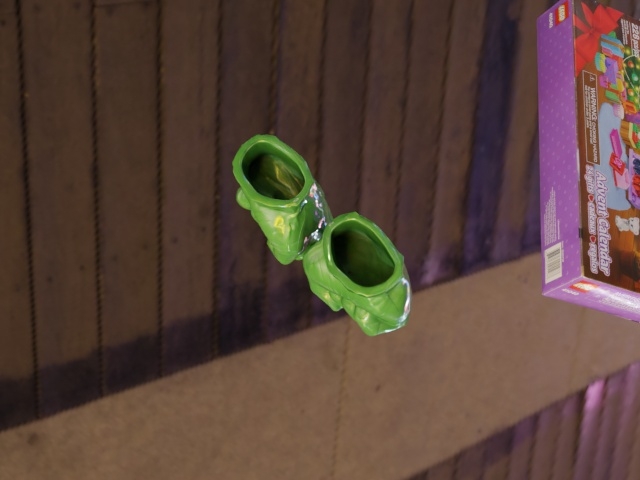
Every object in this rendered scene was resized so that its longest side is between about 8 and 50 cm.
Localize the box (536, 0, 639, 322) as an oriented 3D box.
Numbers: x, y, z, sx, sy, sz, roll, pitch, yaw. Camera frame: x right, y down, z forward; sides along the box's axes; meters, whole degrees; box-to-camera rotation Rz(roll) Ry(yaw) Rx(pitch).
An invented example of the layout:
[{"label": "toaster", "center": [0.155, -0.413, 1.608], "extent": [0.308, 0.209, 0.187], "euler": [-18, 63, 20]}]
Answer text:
[{"label": "box", "center": [0.299, -0.068, 1.047], "extent": [0.200, 0.057, 0.293], "euler": [16, 63, -25]}]

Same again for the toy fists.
[{"label": "toy fists", "center": [0.000, 0.000, 1.315], "extent": [0.096, 0.279, 0.142], "euler": [-45, 157, -7]}]
